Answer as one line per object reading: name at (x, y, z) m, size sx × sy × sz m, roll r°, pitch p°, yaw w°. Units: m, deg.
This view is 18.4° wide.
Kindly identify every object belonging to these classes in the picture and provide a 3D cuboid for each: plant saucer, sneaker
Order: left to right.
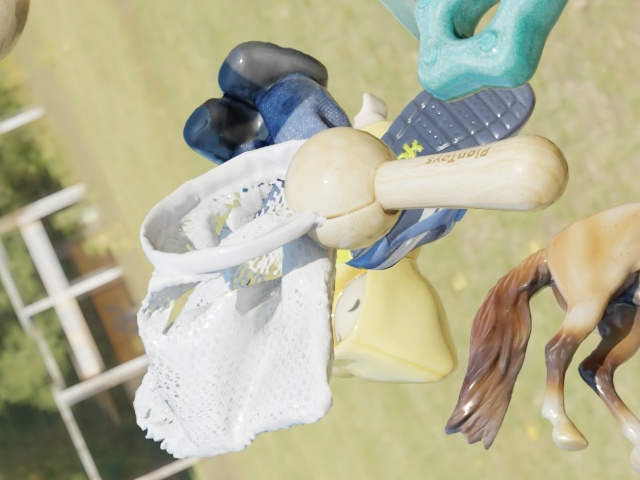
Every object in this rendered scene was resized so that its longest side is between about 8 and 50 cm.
plant saucer at (0.074, -0.183, 1.580) m, size 0.119 × 0.021 × 0.119 m, roll 44°, pitch -170°, yaw -10°
sneaker at (0.060, -0.037, 1.077) m, size 0.059 × 0.144 × 0.053 m, roll 33°, pitch -160°, yaw -54°

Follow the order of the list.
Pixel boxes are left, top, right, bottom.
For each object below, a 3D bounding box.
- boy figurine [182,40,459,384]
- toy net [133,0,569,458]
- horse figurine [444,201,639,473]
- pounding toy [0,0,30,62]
boy figurine at (0.000, 0.000, 1.246) m, size 0.092 × 0.177 × 0.285 m, roll 18°, pitch -150°, yaw -34°
toy net at (0.019, -0.048, 0.458) m, size 0.045 × 0.232 × 0.122 m, roll 31°, pitch -158°, yaw -39°
horse figurine at (0.189, 0.035, 0.987) m, size 0.066 × 0.263 × 0.174 m, roll 82°, pitch -176°, yaw -50°
pounding toy at (-0.304, -0.102, 1.087) m, size 0.155 × 0.269 × 0.154 m, roll -104°, pitch 26°, yaw -44°
